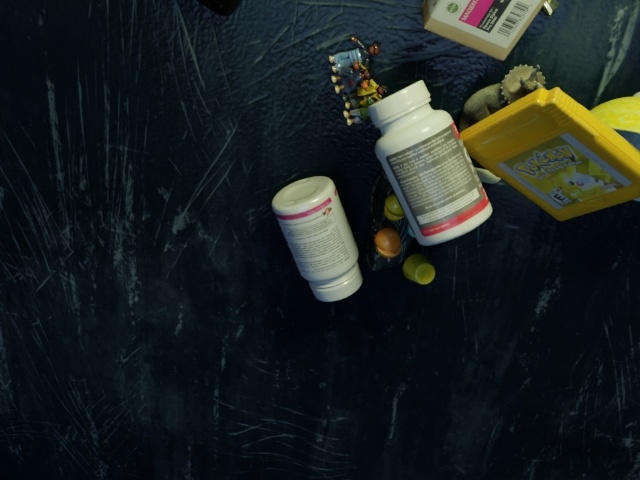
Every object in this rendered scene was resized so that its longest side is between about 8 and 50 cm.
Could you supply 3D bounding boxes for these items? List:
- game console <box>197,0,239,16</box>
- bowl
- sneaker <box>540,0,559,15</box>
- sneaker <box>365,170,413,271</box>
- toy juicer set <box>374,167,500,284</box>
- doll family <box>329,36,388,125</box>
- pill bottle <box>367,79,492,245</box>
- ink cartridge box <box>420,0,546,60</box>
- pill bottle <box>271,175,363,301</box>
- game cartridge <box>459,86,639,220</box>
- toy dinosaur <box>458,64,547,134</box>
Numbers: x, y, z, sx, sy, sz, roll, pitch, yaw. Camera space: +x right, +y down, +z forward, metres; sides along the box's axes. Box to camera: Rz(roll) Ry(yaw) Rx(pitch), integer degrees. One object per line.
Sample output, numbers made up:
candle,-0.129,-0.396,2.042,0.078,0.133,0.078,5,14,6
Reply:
game console,-0.249,-0.669,1.318,0.341,0.060,0.386,30,139,-14
bowl,0.671,-0.214,1.403,0.289,0.289,0.156,30,79,-8
sneaker,0.452,-0.497,1.369,0.035,0.031,0.083,-34,103,-5
sneaker,0.176,-0.052,1.660,0.106,0.101,0.268,-4,120,-16
toy juicer set,0.250,-0.075,1.593,0.209,0.089,0.329,31,95,-19
doll family,0.093,-0.350,1.492,0.111,0.076,0.193,-13,115,23
pill bottle,0.222,-0.165,1.430,0.176,0.176,0.319,-23,100,22
ink cartridge box,0.333,-0.492,1.310,0.193,0.088,0.235,16,137,-14
pill bottle,0.000,0.000,1.667,0.160,0.160,0.283,-13,117,17
game cartridge,0.485,-0.167,1.398,0.323,0.053,0.285,30,157,-17
toy dinosaur,0.390,-0.284,1.467,0.160,0.121,0.313,49,148,-20
